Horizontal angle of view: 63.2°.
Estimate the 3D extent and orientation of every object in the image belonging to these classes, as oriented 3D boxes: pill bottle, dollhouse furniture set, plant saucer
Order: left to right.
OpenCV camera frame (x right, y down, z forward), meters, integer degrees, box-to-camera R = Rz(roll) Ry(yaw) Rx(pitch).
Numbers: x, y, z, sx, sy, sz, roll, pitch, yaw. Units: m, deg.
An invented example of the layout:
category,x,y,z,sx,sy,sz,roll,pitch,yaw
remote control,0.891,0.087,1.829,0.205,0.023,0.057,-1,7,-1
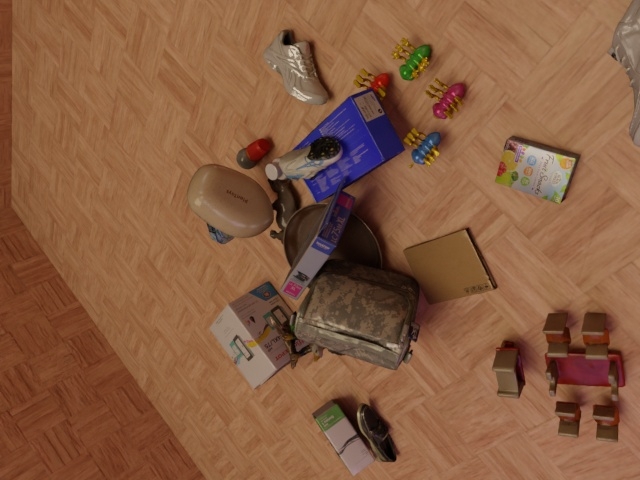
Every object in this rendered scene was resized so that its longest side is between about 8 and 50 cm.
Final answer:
category,x,y,z,sx,sy,sz,roll,pitch,yaw
pill bottle,-0.099,-0.210,1.485,0.065,0.116,0.065,21,123,35
plant saucer,0.038,0.030,1.491,0.311,0.050,0.310,12,120,22
dollhouse furniture set,0.532,0.287,1.170,0.259,0.135,0.261,-6,107,33

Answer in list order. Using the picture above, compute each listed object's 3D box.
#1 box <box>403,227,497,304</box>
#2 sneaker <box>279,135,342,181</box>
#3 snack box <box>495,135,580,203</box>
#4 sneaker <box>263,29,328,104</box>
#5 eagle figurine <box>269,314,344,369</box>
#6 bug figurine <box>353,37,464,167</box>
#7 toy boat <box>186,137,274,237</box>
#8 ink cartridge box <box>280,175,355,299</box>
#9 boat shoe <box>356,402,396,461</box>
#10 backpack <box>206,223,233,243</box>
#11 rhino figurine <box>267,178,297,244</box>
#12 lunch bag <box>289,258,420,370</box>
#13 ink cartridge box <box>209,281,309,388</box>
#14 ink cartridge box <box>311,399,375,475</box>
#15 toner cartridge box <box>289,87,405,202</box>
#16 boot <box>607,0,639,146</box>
category,x,y,z,sx,sy,sz,roll,pitch,yaw
box,0.319,0.069,1.305,0.201,0.021,0.164,-23,94,47
sneaker,-0.015,-0.196,1.294,0.086,0.085,0.237,45,155,-25
snack box,0.441,-0.146,1.067,0.141,0.037,0.100,27,128,31
sneaker,-0.054,-0.450,1.342,0.232,0.090,0.115,50,132,11
eagle figurine,0.025,0.300,1.614,0.299,0.225,0.226,-19,142,15
bug figurine,0.210,-0.311,1.176,0.279,0.072,0.216,54,130,14
toy boat,-0.242,-0.159,1.542,0.268,0.318,0.148,32,151,-24
ink cartridge box,0.000,0.000,1.319,0.065,0.185,0.311,27,137,-4
boat shoe,0.187,0.621,1.678,0.074,0.080,0.223,-10,109,40
backpack,-0.335,-0.047,1.800,0.084,0.105,0.114,21,129,36
rhino figurine,-0.113,-0.102,1.587,0.106,0.073,0.243,0,103,49
lunch bag,0.100,0.200,1.343,0.306,0.256,0.212,15,114,12
ink cartridge box,-0.205,0.328,1.803,0.270,0.198,0.197,51,135,10
ink cartridge box,0.073,0.657,1.745,0.219,0.093,0.160,56,168,7
toner cartridge box,0.053,-0.224,1.309,0.165,0.075,0.348,63,151,-1
boot,0.543,-0.294,0.870,0.123,0.095,0.258,31,121,36
